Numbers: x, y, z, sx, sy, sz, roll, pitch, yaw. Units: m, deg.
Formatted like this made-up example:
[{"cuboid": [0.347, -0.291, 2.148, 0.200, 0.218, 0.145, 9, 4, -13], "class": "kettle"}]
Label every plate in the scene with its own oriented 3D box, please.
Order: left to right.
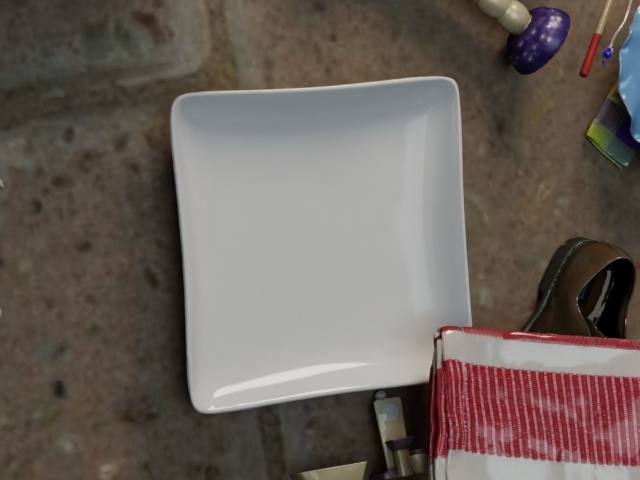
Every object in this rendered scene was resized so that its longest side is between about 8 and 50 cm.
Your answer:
[{"cuboid": [0.000, 0.000, 1.545, 0.278, 0.045, 0.277, -6, 96, -23], "class": "plate"}]

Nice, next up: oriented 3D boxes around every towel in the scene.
[{"cuboid": [0.207, 0.240, 1.518, 0.237, 0.037, 0.329, 5, 73, -11], "class": "towel"}, {"cuboid": [0.296, -0.118, 1.686, 0.060, 0.009, 0.083, 40, 78, -21], "class": "towel"}]

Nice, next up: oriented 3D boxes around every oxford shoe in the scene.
[{"cuboid": [0.232, 0.107, 1.626, 0.083, 0.096, 0.227, 19, 87, -25], "class": "oxford shoe"}]

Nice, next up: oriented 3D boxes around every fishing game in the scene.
[{"cuboid": [0.347, -0.156, 1.684, 0.264, 0.041, 0.189, 32, 70, -32], "class": "fishing game"}]

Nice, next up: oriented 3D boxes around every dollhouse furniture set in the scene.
[{"cuboid": [0.033, 0.177, 1.558, 0.114, 0.091, 0.081, -7, 81, -20], "class": "dollhouse furniture set"}]

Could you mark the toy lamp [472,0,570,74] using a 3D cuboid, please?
[{"cuboid": [0.105, -0.258, 1.559, 0.275, 0.080, 0.080, 36, 79, -24], "class": "toy lamp"}]

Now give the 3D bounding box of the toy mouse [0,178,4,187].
[{"cuboid": [-0.349, -0.095, 1.393, 0.143, 0.031, 0.161, -22, 101, -21], "class": "toy mouse"}]
